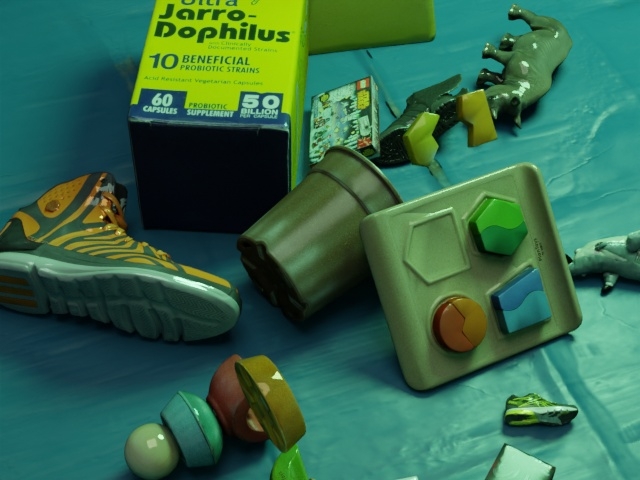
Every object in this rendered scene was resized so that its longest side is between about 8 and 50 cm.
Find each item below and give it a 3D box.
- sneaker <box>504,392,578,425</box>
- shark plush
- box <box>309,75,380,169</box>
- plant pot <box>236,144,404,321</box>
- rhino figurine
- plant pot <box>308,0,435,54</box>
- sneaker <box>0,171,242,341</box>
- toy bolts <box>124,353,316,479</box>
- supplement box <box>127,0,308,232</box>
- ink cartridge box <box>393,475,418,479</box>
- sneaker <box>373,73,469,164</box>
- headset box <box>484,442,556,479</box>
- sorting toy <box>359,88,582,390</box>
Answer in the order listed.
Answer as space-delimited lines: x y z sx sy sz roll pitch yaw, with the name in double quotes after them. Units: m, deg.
0.247 0.186 1.359 0.083 0.031 0.035 0 48 -2 "sneaker"
0.352 0.031 1.487 0.161 0.073 0.067 -8 79 -14 "shark plush"
0.032 -0.155 1.632 0.094 0.027 0.137 -17 45 19 "box"
0.000 0.000 1.443 0.165 0.167 0.167 -37 59 -19 "plant pot"
0.277 -0.236 1.706 0.106 0.073 0.243 19 52 19 "rhino figurine"
0.052 -0.423 1.788 0.212 0.187 0.212 -8 49 -8 "plant pot"
-0.233 0.006 1.446 0.321 0.125 0.180 11 50 9 "sneaker"
-0.111 0.213 1.230 0.158 0.218 0.228 -28 34 -16 "toy bolts"
-0.121 -0.204 1.585 0.194 0.195 0.357 3 48 1 "supplement box"
-0.020 0.365 1.085 0.270 0.197 0.198 -10 49 -11 "ink cartridge box"
0.134 -0.166 1.653 0.170 0.051 0.089 -31 27 -1 "sneaker"
0.204 0.266 1.288 0.062 0.032 0.083 24 51 19 "headset box"
0.165 -0.005 1.391 0.229 0.041 0.307 -19 96 -15 "sorting toy"
